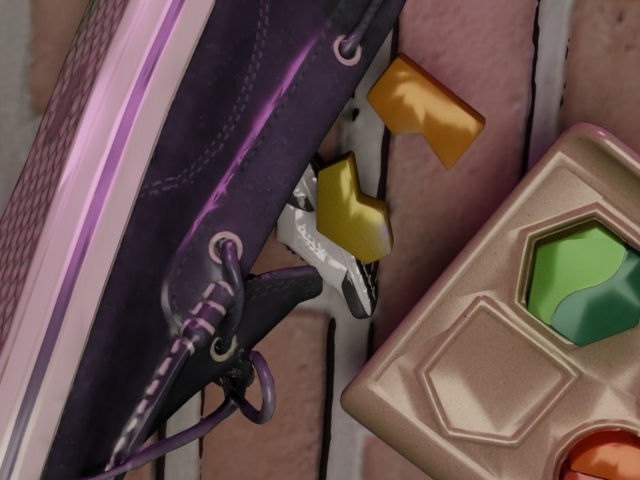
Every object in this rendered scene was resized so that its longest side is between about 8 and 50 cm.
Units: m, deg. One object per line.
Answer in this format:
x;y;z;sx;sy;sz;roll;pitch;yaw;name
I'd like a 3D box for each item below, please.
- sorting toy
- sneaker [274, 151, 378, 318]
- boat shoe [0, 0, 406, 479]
0.117;0.051;0.750;0.307;0.041;0.229;37;110;-5;sorting toy
0.000;0.000;0.796;0.043;0.040;0.109;-23;103;15;sneaker
-0.084;0.024;0.666;0.156;0.187;0.500;25;80;-22;boat shoe
